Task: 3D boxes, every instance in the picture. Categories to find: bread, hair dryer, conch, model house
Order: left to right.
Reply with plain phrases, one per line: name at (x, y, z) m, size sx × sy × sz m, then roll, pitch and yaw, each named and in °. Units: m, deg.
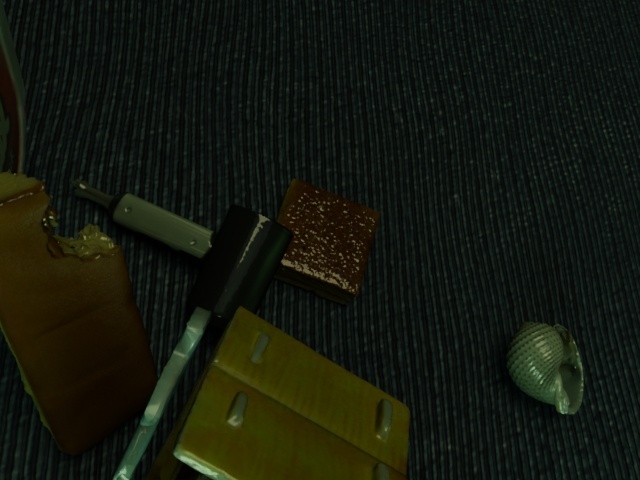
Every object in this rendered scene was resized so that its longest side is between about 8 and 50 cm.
bread at (-0.168, 0.047, 0.508) m, size 0.088 × 0.226 × 0.049 m, roll -30°, pitch 49°, yaw -29°
hair dryer at (-0.130, -0.003, 0.646) m, size 0.198 × 0.057 × 0.100 m, roll 25°, pitch 81°, yaw 11°
model house at (-0.003, 0.189, 0.422) m, size 0.300 × 0.340 × 0.323 m, roll 28°, pitch 53°, yaw -5°
bread at (0.000, 0.000, 0.700) m, size 0.090 × 0.035 × 0.094 m, roll 22°, pitch 58°, yaw -7°
conch at (0.203, 0.115, 0.700) m, size 0.076 × 0.056 × 0.085 m, roll -1°, pitch 82°, yaw -42°

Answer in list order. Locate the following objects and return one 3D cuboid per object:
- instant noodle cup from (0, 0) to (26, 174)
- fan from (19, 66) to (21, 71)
instant noodle cup at (-0.372, -0.043, 0.472) m, size 0.308 × 0.294 × 0.294 m, roll 5°, pitch 61°, yaw -9°
fan at (-0.320, -0.116, 0.665) m, size 0.152 × 0.008 × 0.226 m, roll -26°, pitch 73°, yaw -29°
